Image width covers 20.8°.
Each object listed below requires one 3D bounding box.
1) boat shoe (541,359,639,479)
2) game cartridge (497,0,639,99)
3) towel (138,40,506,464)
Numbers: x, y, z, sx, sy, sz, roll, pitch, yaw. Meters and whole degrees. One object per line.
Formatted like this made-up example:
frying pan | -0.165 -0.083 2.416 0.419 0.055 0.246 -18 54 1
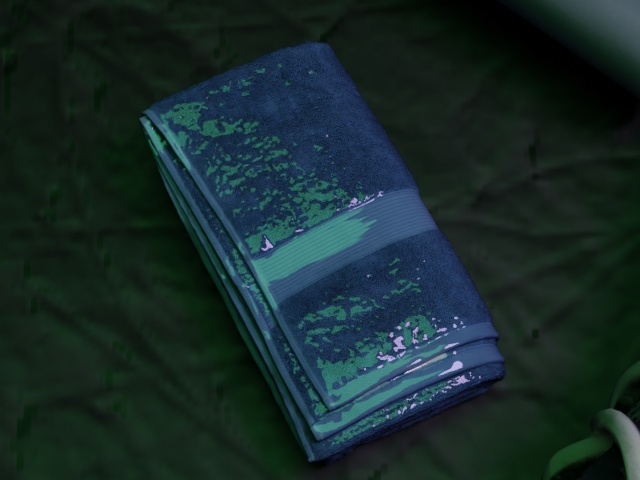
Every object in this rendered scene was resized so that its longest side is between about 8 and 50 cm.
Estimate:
boat shoe | 0.083 0.074 0.412 0.158 0.127 0.340 10 68 -4
game cartridge | 0.106 -0.215 0.516 0.198 0.062 0.297 36 96 10
towel | 0.000 0.000 0.498 0.067 0.029 0.119 -25 69 -11
